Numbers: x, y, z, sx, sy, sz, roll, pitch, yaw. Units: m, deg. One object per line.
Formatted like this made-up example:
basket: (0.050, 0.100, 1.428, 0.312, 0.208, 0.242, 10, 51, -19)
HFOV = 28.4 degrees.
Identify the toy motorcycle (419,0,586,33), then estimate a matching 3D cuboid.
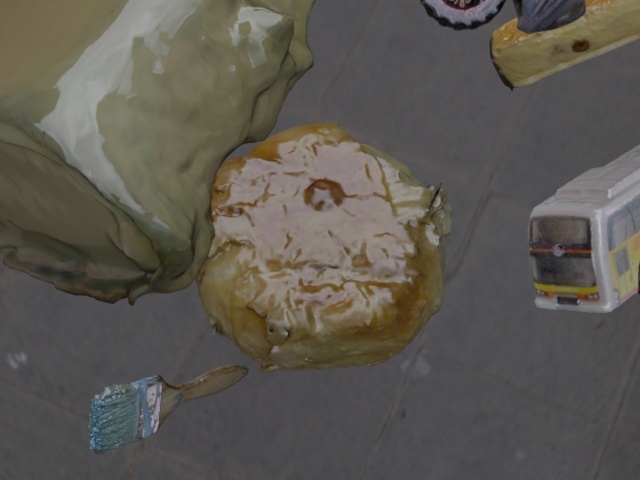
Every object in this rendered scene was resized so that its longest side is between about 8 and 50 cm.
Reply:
toy motorcycle: (0.158, -0.239, 0.899, 0.122, 0.080, 0.215, 26, 89, 0)

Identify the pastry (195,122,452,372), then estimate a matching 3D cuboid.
pastry: (-0.001, 0.004, 0.697, 0.153, 0.081, 0.153, -3, 60, 5)

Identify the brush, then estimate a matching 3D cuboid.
brush: (-0.140, 0.148, 1.207, 0.021, 0.070, 0.196, 25, 27, 35)

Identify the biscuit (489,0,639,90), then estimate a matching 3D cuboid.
biscuit: (0.245, -0.194, 1.135, 0.188, 0.056, 0.052, -21, 32, 23)

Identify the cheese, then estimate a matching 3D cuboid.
cheese: (-0.071, -0.089, 0.439, 0.175, 0.091, 0.202, 16, 73, 42)

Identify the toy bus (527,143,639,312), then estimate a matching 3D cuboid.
toy bus: (0.282, -0.024, 1.107, 0.092, 0.106, 0.268, 3, 22, 45)
